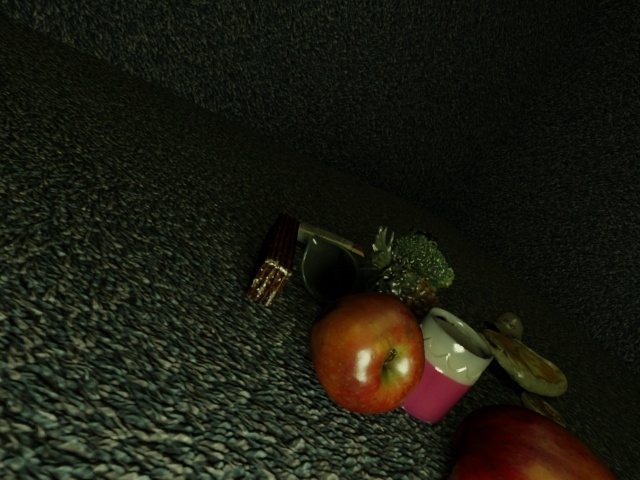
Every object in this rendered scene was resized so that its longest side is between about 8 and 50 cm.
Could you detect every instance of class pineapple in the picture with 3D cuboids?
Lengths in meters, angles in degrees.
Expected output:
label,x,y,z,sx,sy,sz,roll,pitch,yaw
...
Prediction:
label,x,y,z,sx,sy,sz,roll,pitch,yaw
pineapple,0.209,0.114,1.220,0.340,0.169,0.169,62,-1,-34

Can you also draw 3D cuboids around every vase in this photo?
label,x,y,z,sx,sy,sz,roll,pitch,yaw
vase,0.090,0.112,1.296,0.301,0.156,0.251,13,53,-61

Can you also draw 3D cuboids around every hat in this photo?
label,x,y,z,sx,sy,sz,roll,pitch,yaw
hat,0.753,0.340,1.868,0.175,0.085,0.147,16,24,-44

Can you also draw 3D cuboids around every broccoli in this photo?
label,x,y,z,sx,sy,sz,roll,pitch,yaw
broccoli,0.347,0.085,1.673,0.263,0.247,0.243,6,-25,8

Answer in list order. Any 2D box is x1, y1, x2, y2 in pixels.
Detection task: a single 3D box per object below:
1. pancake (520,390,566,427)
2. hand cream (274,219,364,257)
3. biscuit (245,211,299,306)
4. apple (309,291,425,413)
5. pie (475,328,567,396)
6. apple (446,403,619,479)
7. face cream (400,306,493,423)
label,x,y,z,sx,sy,sz,roll,pitch,yaw
pancake,0.662,0.501,1.377,0.151,0.025,0.151,26,14,-7
hand cream,0.000,0.000,1.514,0.314,0.089,0.140,30,16,8
biscuit,-0.113,0.032,1.193,0.073,0.107,0.388,29,17,-11
apple,0.080,0.211,0.889,0.230,0.230,0.230,29,18,-10
pie,0.660,0.399,1.540,0.339,0.077,0.339,29,12,-7
apple,0.396,0.481,0.838,0.365,0.295,0.329,38,56,22
face cream,0.253,0.271,1.022,0.175,0.195,0.175,30,17,-10
